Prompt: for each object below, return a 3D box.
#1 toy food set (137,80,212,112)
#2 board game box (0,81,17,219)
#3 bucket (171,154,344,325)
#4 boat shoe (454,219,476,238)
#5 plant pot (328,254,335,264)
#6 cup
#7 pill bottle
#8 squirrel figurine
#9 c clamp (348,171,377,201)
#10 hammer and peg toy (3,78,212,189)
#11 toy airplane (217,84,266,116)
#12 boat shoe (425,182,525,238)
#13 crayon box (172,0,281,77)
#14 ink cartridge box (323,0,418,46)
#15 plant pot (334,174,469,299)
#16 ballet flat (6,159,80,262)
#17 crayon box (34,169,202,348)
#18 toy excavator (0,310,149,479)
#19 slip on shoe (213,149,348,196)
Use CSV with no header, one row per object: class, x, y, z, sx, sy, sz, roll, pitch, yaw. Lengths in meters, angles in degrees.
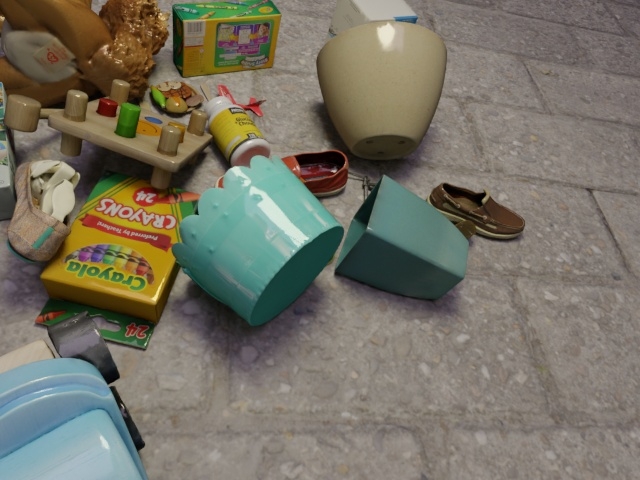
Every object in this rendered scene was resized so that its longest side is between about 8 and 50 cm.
toy food set,-0.365,-0.370,1.221,0.191,0.039,0.133,-15,59,-25
board game box,-0.727,-0.171,0.935,0.223,0.098,0.304,-11,57,-24
bucket,-0.102,0.007,0.874,0.183,0.281,0.281,43,55,15
boat shoe,0.297,-0.007,1.143,0.152,0.048,0.056,-19,73,-20
plant pot,0.000,0.000,1.023,0.083,0.079,0.083,7,52,-10
cup,0.156,-0.341,1.207,0.330,0.331,0.237,2,79,-15
pill bottle,-0.203,-0.255,1.140,0.103,0.103,0.184,-22,63,-29
squirrel figurine,-0.579,-0.510,1.164,0.396,0.281,0.371,9,41,-24
c clamp,0.129,-0.097,1.173,0.137,0.022,0.161,9,51,-16
hammer and peg toy,-0.426,-0.251,1.001,0.361,0.128,0.266,20,24,-4
toy airplane,-0.213,-0.352,1.258,0.151,0.028,0.151,9,57,-14
boat shoe,0.394,-0.077,1.182,0.257,0.095,0.095,14,52,-6
crayon box,-0.255,-0.551,1.308,0.278,0.165,0.081,-17,60,-27
ink cartridge box,0.136,-0.592,1.408,0.171,0.233,0.168,-17,62,-26
plant pot,0.183,0.014,1.017,0.234,0.166,0.166,26,51,-6
ballet flat,-0.491,-0.082,0.879,0.107,0.106,0.316,38,13,-44
crayon box,-0.365,0.024,0.901,0.202,0.081,0.319,14,52,-6
toy excavator,-0.266,0.370,0.557,0.222,0.433,0.445,-25,36,-30
slip on shoe,-0.082,-0.145,1.096,0.331,0.101,0.123,-12,60,-22
